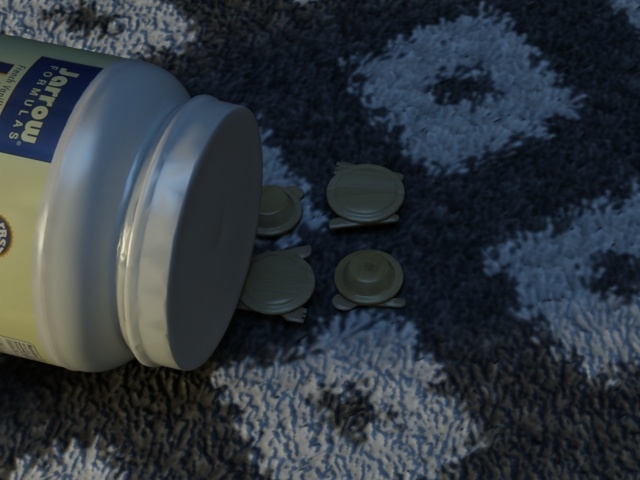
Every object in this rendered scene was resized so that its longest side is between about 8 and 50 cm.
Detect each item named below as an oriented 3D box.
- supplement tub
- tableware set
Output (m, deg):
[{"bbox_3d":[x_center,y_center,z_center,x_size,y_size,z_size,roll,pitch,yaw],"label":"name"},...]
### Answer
[{"bbox_3d":[-0.227,-0.034,1.269,0.325,0.235,0.235,12,52,14],"label":"supplement tub"},{"bbox_3d":[0.000,0.000,1.367,0.141,0.020,0.168,-2,50,1],"label":"tableware set"}]
